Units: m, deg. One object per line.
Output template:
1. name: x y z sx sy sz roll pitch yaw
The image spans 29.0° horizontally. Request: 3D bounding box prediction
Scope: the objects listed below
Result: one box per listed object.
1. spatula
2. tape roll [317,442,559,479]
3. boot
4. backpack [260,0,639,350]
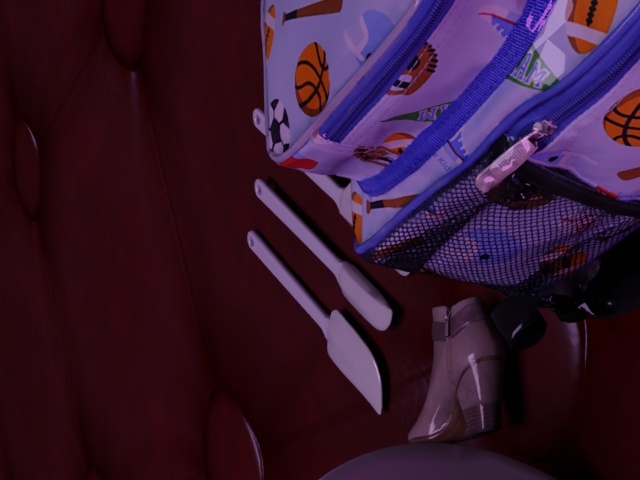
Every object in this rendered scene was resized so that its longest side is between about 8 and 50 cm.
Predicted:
1. spatula: 0.000 0.000 0.965 0.242 0.019 0.168 48 143 49
2. tape roll: 0.060 0.256 0.669 0.246 0.246 0.169 63 147 32
3. boot: 0.085 0.086 0.804 0.118 0.042 0.087 -32 63 59
4. backpack: 0.100 -0.129 0.526 0.263 0.213 0.276 -33 54 46
